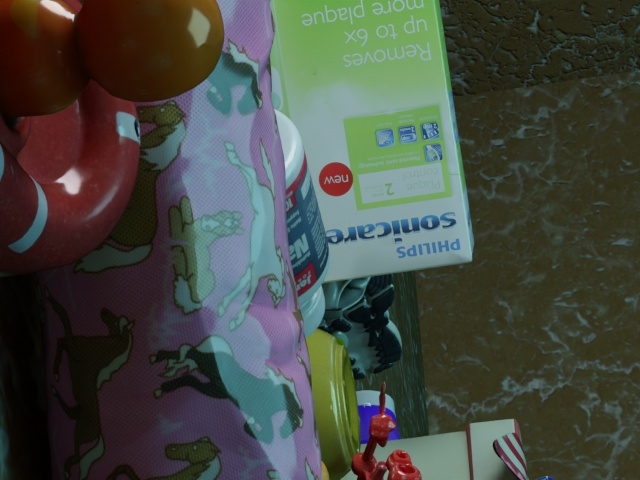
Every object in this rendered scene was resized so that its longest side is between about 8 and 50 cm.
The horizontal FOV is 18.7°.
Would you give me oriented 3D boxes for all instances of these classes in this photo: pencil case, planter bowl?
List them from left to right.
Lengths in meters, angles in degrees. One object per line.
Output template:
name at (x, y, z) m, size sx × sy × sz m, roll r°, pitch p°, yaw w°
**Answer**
pencil case at (-0.081, -0.009, 0.998) m, size 0.167 × 0.160 × 0.386 m, roll -4°, pitch 85°, yaw -49°
planter bowl at (-0.017, 0.142, 1.646) m, size 0.217 × 0.090 × 0.217 m, roll -8°, pitch 90°, yaw -84°

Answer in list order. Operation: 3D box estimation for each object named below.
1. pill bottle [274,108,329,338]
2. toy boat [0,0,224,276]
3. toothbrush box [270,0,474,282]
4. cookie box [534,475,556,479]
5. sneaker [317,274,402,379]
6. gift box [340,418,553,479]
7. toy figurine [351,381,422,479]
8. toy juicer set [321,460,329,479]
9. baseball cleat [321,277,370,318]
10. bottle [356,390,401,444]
pill bottle at (-0.050, -0.004, 1.448) m, size 0.180 × 0.108 × 0.108 m, roll 75°, pitch 10°, yaw -46°
toy boat at (-0.113, -0.077, 0.798) m, size 0.231 × 0.151 × 0.151 m, roll 63°, pitch 21°, yaw -71°
toothbrush box at (0.015, -0.111, 1.719) m, size 0.122 × 0.206 × 0.283 m, roll -60°, pitch 142°, yaw -80°
cookie box at (0.205, 0.262, 1.637) m, size 0.092 × 0.040 × 0.107 m, roll 30°, pitch 41°, yaw -55°
sneaker at (0.018, 0.054, 2.144) m, size 0.275 × 0.107 × 0.110 m, roll 81°, pitch -15°, yaw -56°
gift box at (0.103, 0.318, 1.731) m, size 0.276 × 0.258 × 0.255 m, roll 77°, pitch 8°, yaw -46°
toy figurine at (0.134, 0.284, 1.472) m, size 0.362 × 0.217 × 0.191 m, roll -98°, pitch -158°, yaw -65°
toy juicer set at (-0.019, 0.175, 1.366) m, size 0.209 × 0.089 × 0.329 m, roll 20°, pitch 58°, yaw -60°
baseball cleat at (0.000, 0.000, 1.877) m, size 0.072 × 0.109 × 0.206 m, roll 95°, pitch -1°, yaw -51°
bottle at (0.056, 0.297, 2.069) m, size 0.118 × 0.092 × 0.282 m, roll 74°, pitch 10°, yaw -56°
